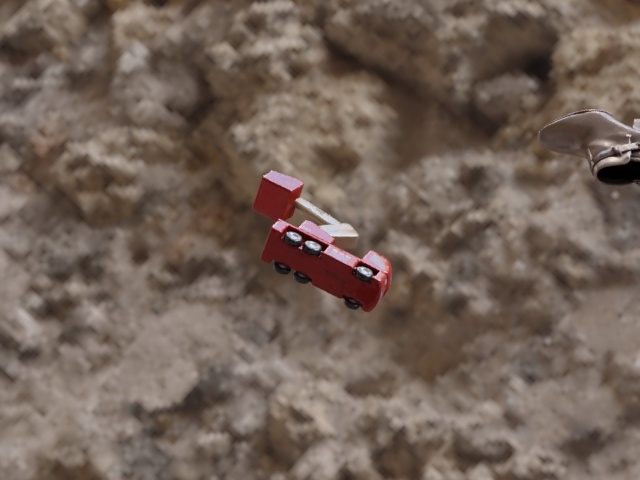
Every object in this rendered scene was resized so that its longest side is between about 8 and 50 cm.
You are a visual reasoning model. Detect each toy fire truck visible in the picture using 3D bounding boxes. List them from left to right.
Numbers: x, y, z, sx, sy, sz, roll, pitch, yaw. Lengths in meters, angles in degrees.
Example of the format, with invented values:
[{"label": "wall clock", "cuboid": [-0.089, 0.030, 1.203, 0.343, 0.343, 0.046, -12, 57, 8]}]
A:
[{"label": "toy fire truck", "cuboid": [0.000, 0.000, 1.782, 0.192, 0.047, 0.135, 26, 29, 10]}]

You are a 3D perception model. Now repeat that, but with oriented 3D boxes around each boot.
[{"label": "boot", "cuboid": [0.237, -0.074, 1.344, 0.118, 0.087, 0.042, -5, -60, 17]}]
